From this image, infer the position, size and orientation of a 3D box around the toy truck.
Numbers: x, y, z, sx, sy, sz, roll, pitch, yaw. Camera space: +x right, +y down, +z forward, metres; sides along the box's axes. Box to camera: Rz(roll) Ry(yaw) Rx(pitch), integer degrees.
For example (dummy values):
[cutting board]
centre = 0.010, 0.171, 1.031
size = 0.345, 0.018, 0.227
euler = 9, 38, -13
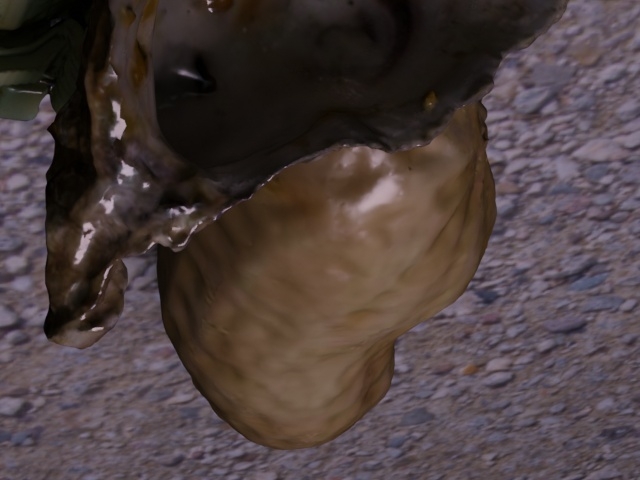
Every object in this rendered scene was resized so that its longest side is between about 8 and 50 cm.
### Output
[toy truck]
centre = -0.139, -0.115, 0.933
size = 0.191, 0.116, 0.085
euler = 4, 143, -26

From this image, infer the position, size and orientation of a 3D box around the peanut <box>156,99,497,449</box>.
[peanut]
centre = 0.000, 0.000, 1.113
size = 0.192, 0.169, 0.387
euler = -7, 149, -21

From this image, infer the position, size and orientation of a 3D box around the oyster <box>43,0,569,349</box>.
[oyster]
centre = -0.015, -0.136, 0.882
size = 0.396, 0.111, 0.204
euler = -39, 119, -19
